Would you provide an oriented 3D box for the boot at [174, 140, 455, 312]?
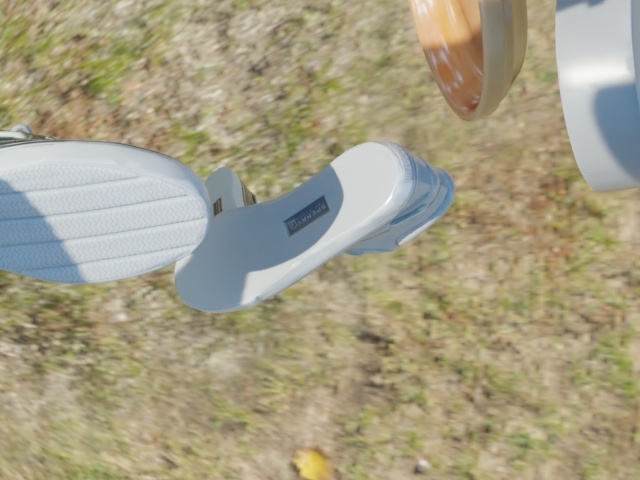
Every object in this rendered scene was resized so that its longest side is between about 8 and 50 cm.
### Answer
[{"bbox_3d":[0.000,0.000,1.468,0.123,0.258,0.095,17,52,-56],"label":"boot"}]

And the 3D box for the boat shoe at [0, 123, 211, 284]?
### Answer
[{"bbox_3d":[-0.253,-0.044,1.276,0.335,0.119,0.121,0,125,-3],"label":"boat shoe"}]

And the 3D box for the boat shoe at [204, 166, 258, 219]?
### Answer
[{"bbox_3d":[-0.100,-0.006,1.975,0.078,0.219,0.070,-38,121,23],"label":"boat shoe"}]

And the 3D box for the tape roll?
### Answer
[{"bbox_3d":[0.287,-0.158,1.554,0.072,0.219,0.219,-7,91,23],"label":"tape roll"}]

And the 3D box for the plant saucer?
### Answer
[{"bbox_3d":[0.089,-0.176,1.040,0.037,0.200,0.200,-13,93,-8],"label":"plant saucer"}]
